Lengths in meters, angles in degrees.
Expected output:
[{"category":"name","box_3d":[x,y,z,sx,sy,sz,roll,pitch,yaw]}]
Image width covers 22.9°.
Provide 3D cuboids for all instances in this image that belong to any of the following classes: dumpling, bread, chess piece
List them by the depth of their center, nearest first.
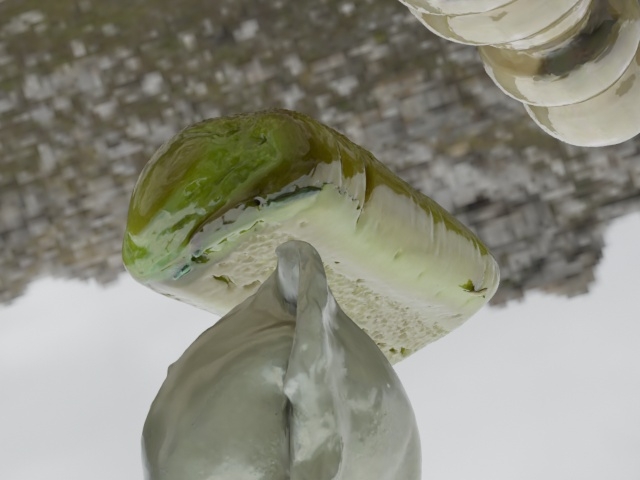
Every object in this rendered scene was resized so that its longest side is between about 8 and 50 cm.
[{"category":"dumpling","box_3d":[-0.022,0.120,0.751,0.132,0.250,0.162,3,-155,-21]},{"category":"chess piece","box_3d":[0.145,-0.145,1.017,0.142,0.143,0.261,-15,147,25]},{"category":"bread","box_3d":[0.000,0.000,1.164,0.166,0.112,0.383,-32,153,17]}]
